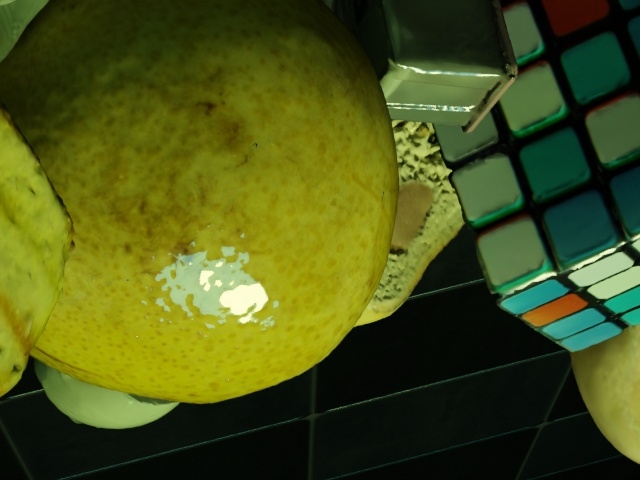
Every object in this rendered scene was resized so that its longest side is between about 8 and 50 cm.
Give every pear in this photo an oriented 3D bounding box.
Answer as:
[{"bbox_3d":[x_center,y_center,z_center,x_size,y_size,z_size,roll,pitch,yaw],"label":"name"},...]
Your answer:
[{"bbox_3d":[-0.062,-0.025,0.776,0.208,0.209,0.209,-14,159,-6],"label":"pear"}]

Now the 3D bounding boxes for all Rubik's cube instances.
[{"bbox_3d":[0.158,-0.047,0.962,0.151,0.155,0.154,-23,159,18],"label":"Rubik's cube"}]

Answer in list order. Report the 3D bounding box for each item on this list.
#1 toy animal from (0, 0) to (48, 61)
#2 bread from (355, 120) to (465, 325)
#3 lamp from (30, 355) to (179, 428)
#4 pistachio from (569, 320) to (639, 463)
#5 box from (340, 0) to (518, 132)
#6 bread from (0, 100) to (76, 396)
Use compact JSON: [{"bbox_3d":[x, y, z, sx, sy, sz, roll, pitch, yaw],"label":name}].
[{"bbox_3d":[-0.125,-0.115,0.651,0.138,0.108,0.236,-11,159,-14],"label":"toy animal"},{"bbox_3d":[-0.001,-0.001,1.019,0.173,0.085,0.134,-26,-162,47],"label":"bread"},{"bbox_3d":[-0.128,0.059,1.048,0.101,0.101,0.250,-7,-174,-23],"label":"lamp"},{"bbox_3d":[0.268,0.030,1.120,0.229,0.309,0.230,3,124,5],"label":"pistachio"},{"bbox_3d":[0.049,-0.101,0.851,0.063,0.085,0.060,0,155,-23],"label":"box"},{"bbox_3d":[-0.206,-0.042,0.592,0.184,0.111,0.234,5,143,31],"label":"bread"}]
